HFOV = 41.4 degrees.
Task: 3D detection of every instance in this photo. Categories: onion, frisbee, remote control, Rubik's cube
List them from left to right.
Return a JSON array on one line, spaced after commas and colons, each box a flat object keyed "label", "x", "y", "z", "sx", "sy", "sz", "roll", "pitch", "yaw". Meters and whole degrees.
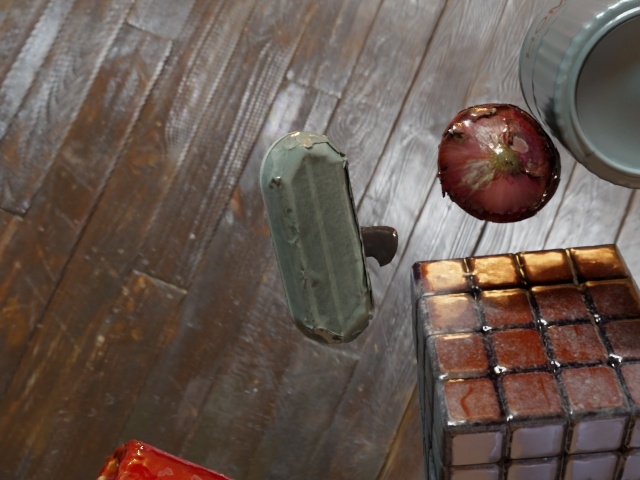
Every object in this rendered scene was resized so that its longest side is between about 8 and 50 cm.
[{"label": "remote control", "x": 0.000, "y": 0.000, "z": 0.945, "sx": 0.104, "sy": 0.052, "sz": 0.248, "roll": -22, "pitch": 109, "yaw": -26}, {"label": "frisbee", "x": 0.019, "y": -0.025, "z": 1.158, "sx": 0.211, "sy": 0.012, "sz": 0.188, "roll": -27, "pitch": 55, "yaw": 37}, {"label": "onion", "x": 0.248, "y": -0.102, "z": 1.219, "sx": 0.183, "sy": 0.147, "sz": 0.184, "roll": 2, "pitch": 69, "yaw": -6}, {"label": "Rubik's cube", "x": 0.324, "y": 0.245, "z": 1.304, "sx": 0.343, "sy": 0.337, "sz": 0.345, "roll": -4, "pitch": 39, "yaw": 3}]

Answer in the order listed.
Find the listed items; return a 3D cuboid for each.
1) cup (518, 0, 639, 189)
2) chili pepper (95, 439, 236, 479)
[{"label": "cup", "x": 0.447, "y": -0.227, "z": 1.132, "sx": 0.331, "sy": 0.311, "sz": 0.257, "roll": -15, "pitch": 106, "yaw": 12}, {"label": "chili pepper", "x": -0.025, "y": 0.274, "z": 0.624, "sx": 0.338, "sy": 0.131, "sz": 0.135, "roll": 33, "pitch": 37, "yaw": -15}]
